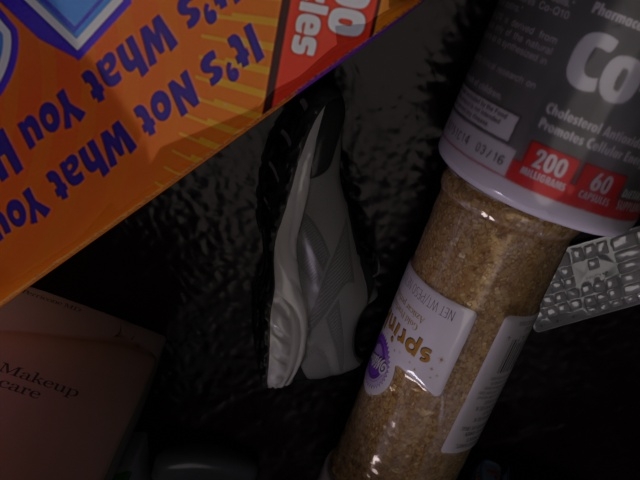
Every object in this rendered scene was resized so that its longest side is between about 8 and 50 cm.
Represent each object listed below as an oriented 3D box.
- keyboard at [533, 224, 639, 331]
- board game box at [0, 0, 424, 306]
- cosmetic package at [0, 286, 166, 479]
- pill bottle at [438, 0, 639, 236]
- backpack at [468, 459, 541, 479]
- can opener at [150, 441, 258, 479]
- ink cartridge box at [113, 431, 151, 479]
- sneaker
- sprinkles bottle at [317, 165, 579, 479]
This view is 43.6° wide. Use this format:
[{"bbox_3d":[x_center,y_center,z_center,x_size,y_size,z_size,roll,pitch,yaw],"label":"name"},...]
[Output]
[{"bbox_3d":[0.307,0.015,0.712,0.256,0.014,0.072,-17,109,8],"label":"keyboard"},{"bbox_3d":[-0.193,-0.200,0.465,0.356,0.356,0.356,-33,106,14],"label":"board game box"},{"bbox_3d":[-0.241,0.166,0.634,0.160,0.309,0.113,20,111,-7],"label":"cosmetic package"},{"bbox_3d":[0.209,-0.161,0.569,0.161,0.161,0.283,19,111,-5],"label":"pill bottle"},{"bbox_3d":[0.164,0.323,0.768,0.117,0.158,0.173,25,122,1],"label":"backpack"},{"bbox_3d":[-0.031,0.271,0.792,0.283,0.076,0.095,13,112,-4],"label":"can opener"},{"bbox_3d":[-0.278,0.252,0.752,0.208,0.153,0.086,0,108,1],"label":"ink cartridge box"},{"bbox_3d":[0.000,0.000,0.684,0.108,0.100,0.271,-1,115,-12],"label":"sneaker"},{"bbox_3d":[0.102,0.113,0.701,0.121,0.121,0.355,18,110,-5],"label":"sprinkles bottle"}]
